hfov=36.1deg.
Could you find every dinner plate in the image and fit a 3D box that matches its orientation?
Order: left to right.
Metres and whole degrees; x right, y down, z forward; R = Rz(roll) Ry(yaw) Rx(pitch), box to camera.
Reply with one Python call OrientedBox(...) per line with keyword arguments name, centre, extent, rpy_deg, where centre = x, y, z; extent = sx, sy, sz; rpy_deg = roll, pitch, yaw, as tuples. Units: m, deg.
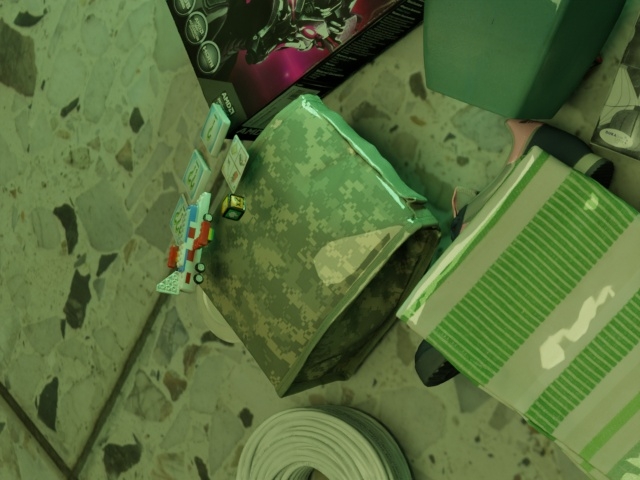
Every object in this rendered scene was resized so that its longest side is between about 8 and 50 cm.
OrientedBox(name="dinner plate", centre=(-0.126, 0.074, 1.370), extent=(0.141, 0.017, 0.141), rpy_deg=(3, 95, 36))

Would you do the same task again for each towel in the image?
OrientedBox(name="towel", centre=(0.269, 0.091, 0.982), extent=(0.324, 0.038, 0.248), rpy_deg=(39, 106, 6))

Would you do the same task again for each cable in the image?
OrientedBox(name="cable", centre=(0.006, 0.335, 1.238), extent=(0.257, 0.089, 0.257), rpy_deg=(-25, 76, 33))

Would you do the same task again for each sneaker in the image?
OrientedBox(name="sneaker", centre=(0.182, 0.013, 1.085), extent=(0.131, 0.112, 0.319), rpy_deg=(42, 107, 26))

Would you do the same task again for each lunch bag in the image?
OrientedBox(name="lunch bag", centre=(0.000, 0.000, 1.180), extent=(0.235, 0.168, 0.287), rpy_deg=(49, 123, 26))

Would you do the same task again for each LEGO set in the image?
OrientedBox(name="LEGO set", centre=(-0.150, -0.050, 1.175), extent=(0.183, 0.060, 0.244), rpy_deg=(-66, 26, 18))

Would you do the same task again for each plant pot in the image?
OrientedBox(name="plant pot", centre=(0.204, -0.247, 0.977), extent=(0.165, 0.165, 0.234), rpy_deg=(26, 111, 30))

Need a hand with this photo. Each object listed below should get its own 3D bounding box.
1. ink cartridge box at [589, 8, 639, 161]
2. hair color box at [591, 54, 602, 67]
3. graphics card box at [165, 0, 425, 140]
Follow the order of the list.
OrientedBox(name="ink cartridge box", centre=(0.398, -0.221, 0.943), extent=(0.165, 0.065, 0.333), rpy_deg=(26, 106, 33))
OrientedBox(name="hair color box", centre=(0.243, -0.242, 1.068), extent=(0.072, 0.043, 0.141), rpy_deg=(-28, 76, 32))
OrientedBox(name="graphics card box", centre=(-0.018, -0.313, 1.228), extent=(0.371, 0.094, 0.233), rpy_deg=(-32, 74, 34))
